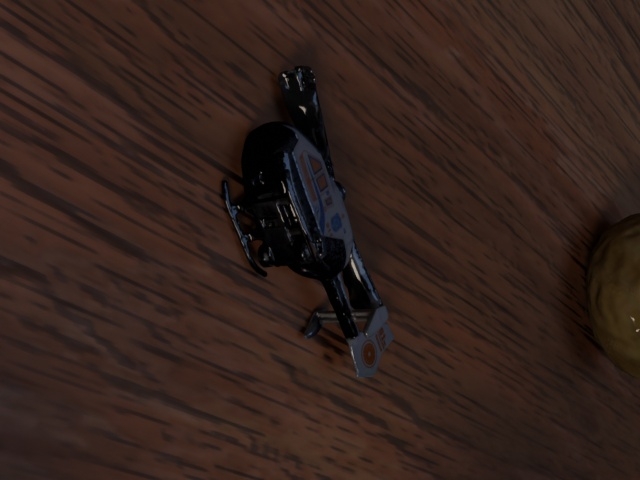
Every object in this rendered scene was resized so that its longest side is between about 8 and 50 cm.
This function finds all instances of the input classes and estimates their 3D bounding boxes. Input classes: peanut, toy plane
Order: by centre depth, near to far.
[{"bbox_3d":[0.000,0.001,0.550,0.078,0.053,0.197,-45,120,-47],"label":"toy plane"},{"bbox_3d":[0.305,0.047,0.850,0.159,0.109,0.141,-46,136,-50],"label":"peanut"}]
